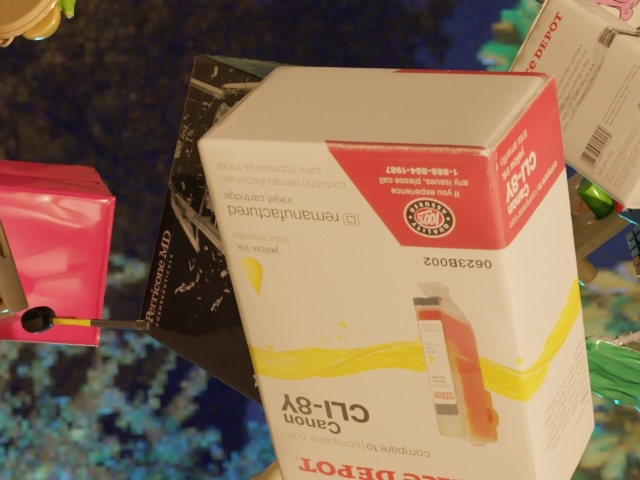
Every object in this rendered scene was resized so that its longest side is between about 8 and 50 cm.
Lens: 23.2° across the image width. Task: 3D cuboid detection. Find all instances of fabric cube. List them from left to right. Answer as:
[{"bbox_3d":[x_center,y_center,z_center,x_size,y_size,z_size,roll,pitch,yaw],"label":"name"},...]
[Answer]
[{"bbox_3d":[-0.489,0.014,2.519,0.259,0.258,0.254,-140,-123,-69],"label":"fabric cube"}]

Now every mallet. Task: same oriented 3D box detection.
[{"bbox_3d":[-0.340,0.119,2.286,0.062,0.190,0.039,-52,144,-86],"label":"mallet"}]

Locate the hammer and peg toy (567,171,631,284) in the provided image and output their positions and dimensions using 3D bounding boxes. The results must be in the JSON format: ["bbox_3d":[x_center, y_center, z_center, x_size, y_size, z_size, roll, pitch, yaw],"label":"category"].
[{"bbox_3d":[0.423,-0.042,2.607,0.361,0.127,0.266,-39,-161,15],"label":"hammer and peg toy"}]

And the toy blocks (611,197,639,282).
[{"bbox_3d":[0.547,0.036,2.177,0.191,0.261,0.381,-50,-151,31],"label":"toy blocks"}]

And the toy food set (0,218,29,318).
[{"bbox_3d":[-0.529,0.024,2.115,0.306,0.092,0.220,-18,-89,43],"label":"toy food set"}]

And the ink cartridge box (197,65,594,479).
[{"bbox_3d":[0.080,0.050,1.408,0.279,0.160,0.384,4,-58,27],"label":"ink cartridge box"}]

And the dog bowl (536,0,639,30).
[{"bbox_3d":[0.375,-0.503,2.342,0.150,0.408,0.408,-50,-136,34],"label":"dog bowl"}]

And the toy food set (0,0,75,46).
[{"bbox_3d":[-0.337,-0.275,1.803,0.038,0.192,0.132,47,22,-44],"label":"toy food set"}]

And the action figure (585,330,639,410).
[{"bbox_3d":[0.390,0.163,2.030,0.137,0.232,0.063,-50,-146,36],"label":"action figure"}]

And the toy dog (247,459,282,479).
[{"bbox_3d":[0.078,0.351,1.896,0.408,0.395,0.284,-40,-109,42],"label":"toy dog"}]

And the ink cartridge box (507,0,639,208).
[{"bbox_3d":[0.328,-0.162,1.783,0.219,0.092,0.160,43,-63,32],"label":"ink cartridge box"}]

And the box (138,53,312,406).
[{"bbox_3d":[0.000,0.000,2.442,0.472,0.297,0.480,25,-73,46],"label":"box"}]
